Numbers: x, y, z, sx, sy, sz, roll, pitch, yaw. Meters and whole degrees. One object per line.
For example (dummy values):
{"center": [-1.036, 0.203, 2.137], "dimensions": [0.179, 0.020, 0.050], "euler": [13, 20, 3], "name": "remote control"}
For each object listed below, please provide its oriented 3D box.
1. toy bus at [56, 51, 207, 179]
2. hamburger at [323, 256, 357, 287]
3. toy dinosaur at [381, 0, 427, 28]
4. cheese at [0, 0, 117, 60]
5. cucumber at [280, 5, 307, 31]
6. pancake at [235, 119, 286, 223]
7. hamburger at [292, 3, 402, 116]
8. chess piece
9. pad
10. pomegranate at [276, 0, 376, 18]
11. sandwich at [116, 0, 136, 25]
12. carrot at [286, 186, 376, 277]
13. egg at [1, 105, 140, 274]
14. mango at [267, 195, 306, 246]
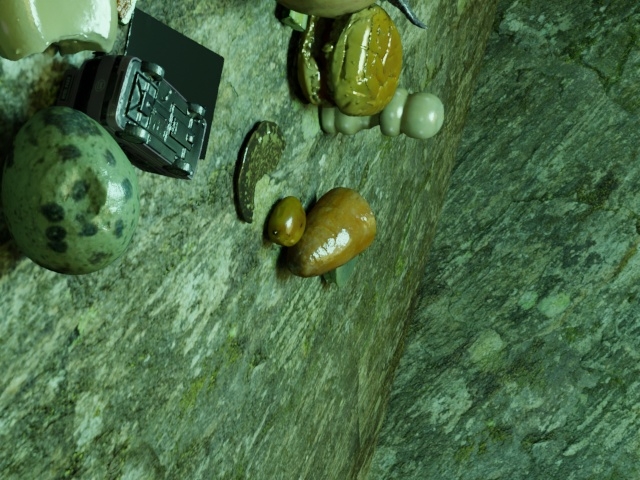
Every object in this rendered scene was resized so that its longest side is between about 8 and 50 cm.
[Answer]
{"center": [-0.221, -0.148, 0.881], "dimensions": [0.199, 0.108, 0.096], "euler": [41, 59, -68], "name": "toy bus"}
{"center": [0.047, 0.046, 1.809], "dimensions": [0.140, 0.062, 0.133], "euler": [67, 43, -61], "name": "hamburger"}
{"center": [0.088, -0.511, 1.371], "dimensions": [0.077, 0.294, 0.162], "euler": [-60, -171, 20], "name": "toy dinosaur"}
{"center": [-0.278, -0.289, 0.704], "dimensions": [0.163, 0.070, 0.249], "euler": [-54, 148, -49], "name": "cheese"}
{"center": [-0.047, -0.442, 1.306], "dimensions": [0.067, 0.035, 0.108], "euler": [18, 78, -59], "name": "cucumber"}
{"center": [-0.109, -0.133, 1.338], "dimensions": [0.190, 0.020, 0.184], "euler": [-41, 138, -58], "name": "pancake"}
{"center": [0.060, -0.362, 1.433], "dimensions": [0.244, 0.162, 0.245], "euler": [-50, 153, -38], "name": "hamburger"}
{"center": [0.140, -0.282, 1.584], "dimensions": [0.142, 0.260, 0.143], "euler": [14, 90, -73], "name": "chess piece"}
{"center": [-0.211, -0.211, 1.029], "dimensions": [0.245, 0.006, 0.170], "euler": [4, 97, -70], "name": "pad"}
{"center": [0.017, -0.500, 1.104], "dimensions": [0.322, 0.321, 0.323], "euler": [12, 90, -70], "name": "pomegranate"}
{"center": [-0.245, -0.320, 0.837], "dimensions": [0.067, 0.029, 0.135], "euler": [-54, 151, -38], "name": "sandwich"}
{"center": [0.000, 0.000, 1.571], "dimensions": [0.225, 0.159, 0.159], "euler": [-37, 137, -43], "name": "carrot"}
{"center": [-0.266, -0.052, 0.768], "dimensions": [0.141, 0.141, 0.182], "euler": [-36, 124, -62], "name": "egg"}
{"center": [-0.067, -0.041, 1.445], "dimensions": [0.114, 0.060, 0.080], "euler": [-60, 140, -37], "name": "mango"}
